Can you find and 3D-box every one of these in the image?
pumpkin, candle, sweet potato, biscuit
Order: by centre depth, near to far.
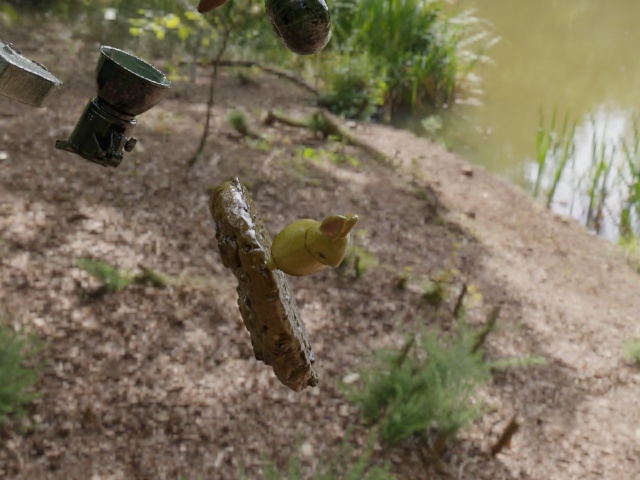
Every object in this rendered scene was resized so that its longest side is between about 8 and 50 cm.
[{"bbox_3d":[-0.091,0.067,1.396,0.081,0.334,0.289,-21,33,-1],"label":"biscuit"},{"bbox_3d":[-0.137,-0.397,1.434,0.044,0.179,0.044,19,54,-28],"label":"sweet potato"},{"bbox_3d":[-0.565,-0.309,1.714,0.192,0.068,0.168,32,9,-18],"label":"candle"},{"bbox_3d":[-0.043,-0.459,1.938,0.125,0.167,0.167,-30,19,12],"label":"pumpkin"}]

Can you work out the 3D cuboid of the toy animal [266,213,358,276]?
[{"bbox_3d":[-0.002,0.003,1.152,0.083,0.070,0.159,-25,2,-29],"label":"toy animal"}]

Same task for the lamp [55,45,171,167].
[{"bbox_3d":[-0.392,-0.227,1.787,0.147,0.227,0.172,16,21,-44],"label":"lamp"}]
